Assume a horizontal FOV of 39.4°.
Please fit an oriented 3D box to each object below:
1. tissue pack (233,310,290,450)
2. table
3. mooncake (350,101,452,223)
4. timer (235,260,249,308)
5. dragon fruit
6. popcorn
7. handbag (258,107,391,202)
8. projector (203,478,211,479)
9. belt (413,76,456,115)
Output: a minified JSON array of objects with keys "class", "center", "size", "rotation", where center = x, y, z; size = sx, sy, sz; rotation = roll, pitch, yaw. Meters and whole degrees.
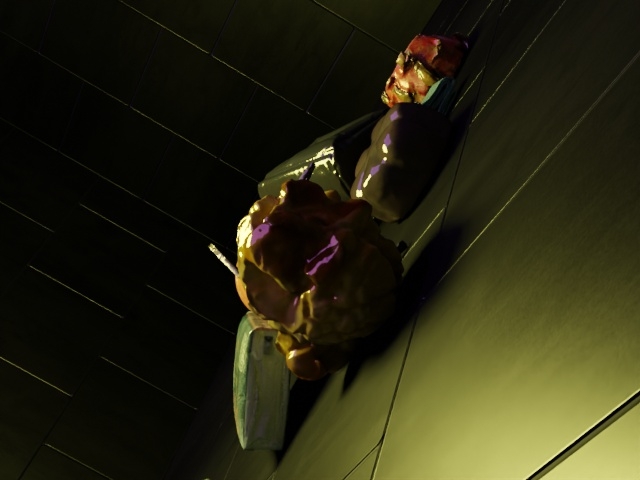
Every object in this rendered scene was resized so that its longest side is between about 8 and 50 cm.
[{"class":"tissue pack","center":[-0.115,0.264,1.753],"size":[0.315,0.103,0.228],"rotation":[-175,90,-83]},{"class":"table","center":[0.012,0.052,1.650],"size":[0.249,0.317,0.317],"rotation":[-46,5,-3]},{"class":"mooncake","center":[0.157,-0.156,1.767],"size":[0.245,0.133,0.245],"rotation":[-156,90,-81]},{"class":"timer","center":[-0.101,0.090,2.266],"size":[0.230,0.229,0.215],"rotation":[-62,-3,-23]},{"class":"dragon fruit","center":[0.241,-0.406,2.204],"size":[0.282,0.147,0.211],"rotation":[-57,7,17]},{"class":"popcorn","center":[0.006,0.062,1.417],"size":[0.225,0.264,0.332],"rotation":[-36,-58,-58]},{"class":"handbag","center":[0.046,-0.154,2.026],"size":[0.275,0.178,0.301],"rotation":[-34,10,-39]},{"class":"projector","center":[-0.268,0.600,1.947],"size":[0.147,0.061,0.115],"rotation":[-62,5,-24]},{"class":"belt","center":[0.229,-0.287,1.946],"size":[0.179,0.100,0.065],"rotation":[-59,9,-19]}]
